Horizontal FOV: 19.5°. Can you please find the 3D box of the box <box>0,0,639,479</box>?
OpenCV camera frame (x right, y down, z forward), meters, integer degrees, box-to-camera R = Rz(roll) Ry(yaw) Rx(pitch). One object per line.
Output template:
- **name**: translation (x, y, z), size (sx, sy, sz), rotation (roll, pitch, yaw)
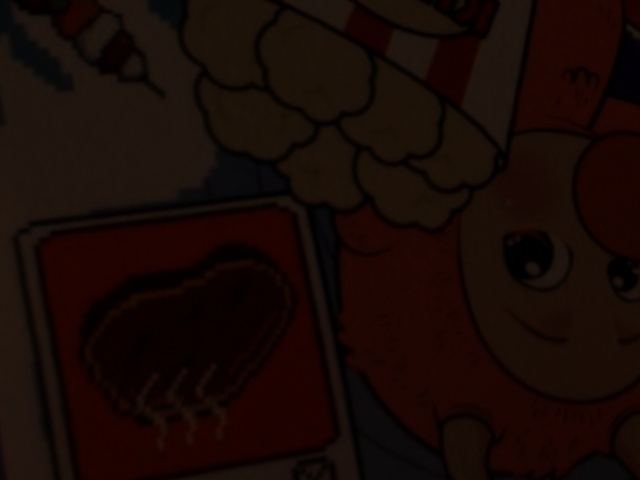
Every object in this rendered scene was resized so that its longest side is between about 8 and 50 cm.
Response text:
- **box**: translation (0.000, 0.000, 0.623), size (0.348, 0.319, 0.257), rotation (-7, -11, -23)
